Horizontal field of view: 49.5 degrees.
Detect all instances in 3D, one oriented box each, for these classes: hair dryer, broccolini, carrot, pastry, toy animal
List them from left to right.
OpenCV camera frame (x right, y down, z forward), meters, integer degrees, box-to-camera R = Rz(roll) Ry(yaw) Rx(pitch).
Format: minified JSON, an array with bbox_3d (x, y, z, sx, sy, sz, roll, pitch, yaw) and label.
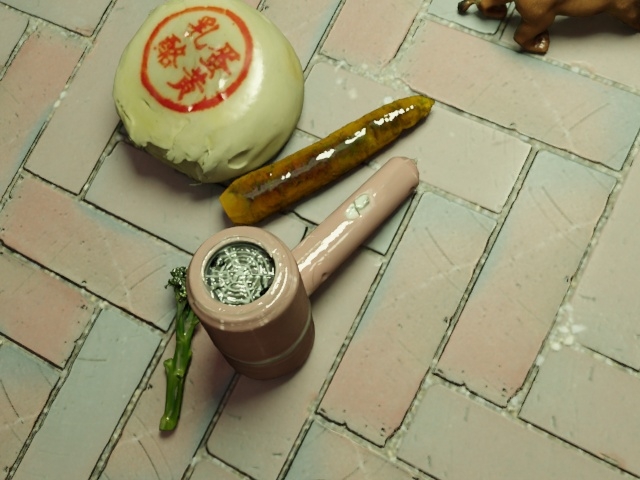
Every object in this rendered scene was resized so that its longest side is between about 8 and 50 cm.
[{"bbox_3d":[-0.180,0.141,0.907,0.058,0.067,0.216,-4,74,49],"label":"broccolini"},{"bbox_3d":[-0.151,-0.206,0.938,0.265,0.133,0.264,-2,81,13],"label":"pastry"},{"bbox_3d":[0.000,0.000,0.842,0.125,0.210,0.352,39,73,21],"label":"hair dryer"},{"bbox_3d":[0.012,-0.113,0.925,0.314,0.066,0.066,-29,75,0],"label":"carrot"},{"bbox_3d":[0.333,-0.316,0.855,0.313,0.157,0.097,-6,77,8],"label":"toy animal"}]
